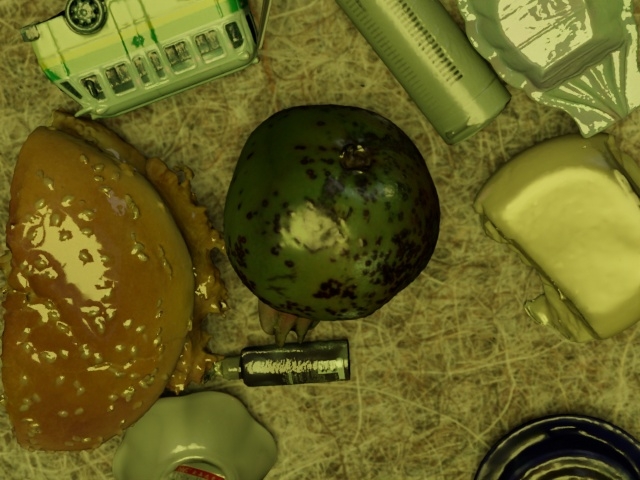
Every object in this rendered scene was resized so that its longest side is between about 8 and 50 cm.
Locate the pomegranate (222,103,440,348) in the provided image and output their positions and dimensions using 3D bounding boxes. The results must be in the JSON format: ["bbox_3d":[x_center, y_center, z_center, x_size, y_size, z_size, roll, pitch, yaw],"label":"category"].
[{"bbox_3d":[0.000,0.000,1.629,0.285,0.285,0.341,22,136,-1],"label":"pomegranate"}]

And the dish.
[{"bbox_3d":[-0.170,0.318,1.753,0.229,0.081,0.229,-2,115,-5],"label":"dish"}]

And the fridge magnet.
[{"bbox_3d":[0.334,0.363,1.734,0.265,0.113,0.265,1,100,4],"label":"fridge magnet"}]

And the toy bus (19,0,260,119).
[{"bbox_3d":[-0.219,-0.258,1.629,0.276,0.133,0.165,-20,102,7],"label":"toy bus"}]

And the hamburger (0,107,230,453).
[{"bbox_3d":[-0.258,0.063,1.645,0.287,0.268,0.446,2,101,0],"label":"hamburger"}]

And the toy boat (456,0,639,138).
[{"bbox_3d":[0.290,-0.270,1.599,0.199,0.100,0.290,-32,90,9],"label":"toy boat"}]

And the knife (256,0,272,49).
[{"bbox_3d":[-0.045,-0.402,1.576,0.043,0.081,0.336,5,88,-13],"label":"knife"}]

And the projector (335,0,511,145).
[{"bbox_3d":[0.100,-0.279,1.614,0.108,0.108,0.337,-38,97,11],"label":"projector"}]

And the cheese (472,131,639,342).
[{"bbox_3d":[0.327,-0.004,1.650,0.233,0.127,0.266,-38,95,14],"label":"cheese"}]

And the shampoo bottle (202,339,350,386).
[{"bbox_3d":[-0.063,0.170,1.748,0.207,0.063,0.057,-5,91,6],"label":"shampoo bottle"}]
